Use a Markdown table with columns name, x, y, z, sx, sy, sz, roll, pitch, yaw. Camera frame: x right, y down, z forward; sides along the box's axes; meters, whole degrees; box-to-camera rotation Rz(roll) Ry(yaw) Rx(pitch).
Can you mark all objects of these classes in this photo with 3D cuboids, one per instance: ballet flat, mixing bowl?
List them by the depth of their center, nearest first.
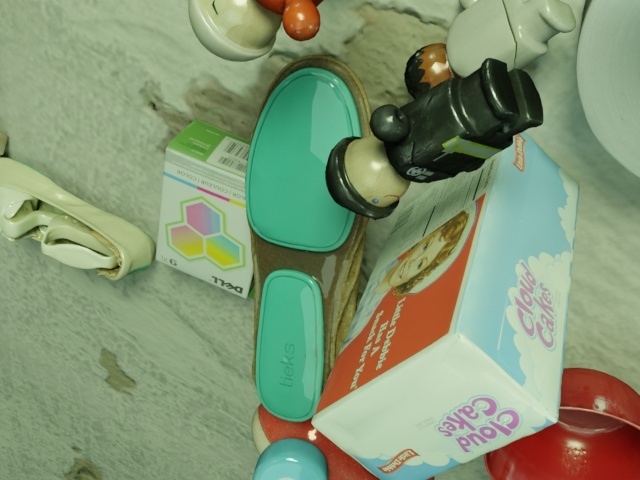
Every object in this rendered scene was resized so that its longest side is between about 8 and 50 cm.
| name | x | y | z | sx | sy | sz | roll | pitch | yaw |
| --- | --- | --- | --- | --- | --- | --- | --- | --- | --- |
| ballet flat | 0.000 | 0.000 | 0.642 | 0.116 | 0.124 | 0.342 | 10 | 114 | 20 |
| mixing bowl | 0.263 | 0.195 | 0.710 | 0.181 | 0.098 | 0.181 | 13 | 130 | 16 |
| ballet flat | -0.309 | -0.022 | 0.803 | 0.248 | 0.086 | 0.086 | 23 | 132 | 6 |

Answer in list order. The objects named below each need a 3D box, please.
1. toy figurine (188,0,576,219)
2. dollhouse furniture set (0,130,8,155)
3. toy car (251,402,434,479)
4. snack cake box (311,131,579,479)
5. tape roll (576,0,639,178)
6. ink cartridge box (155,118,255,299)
| name | x | y | z | sx | sy | sz | roll | pitch | yaw |
| --- | --- | --- | --- | --- | --- | --- | --- | --- | --- |
| toy figurine | 0.045 | -0.146 | 0.466 | 0.213 | 0.209 | 0.148 | 46 | 136 | -16 |
| dollhouse furniture set | -0.420 | -0.175 | 0.769 | 0.144 | 0.123 | 0.151 | -4 | 159 | 26 |
| toy car | 0.069 | 0.177 | 0.752 | 0.210 | 0.219 | 0.238 | 38 | 102 | -7 |
| snack cake box | 0.107 | 0.040 | 0.545 | 0.089 | 0.264 | 0.152 | 41 | 131 | -11 |
| tape roll | 0.284 | -0.133 | 0.462 | 0.219 | 0.072 | 0.219 | 13 | 130 | 15 |
| ink cartridge box | -0.107 | -0.009 | 0.736 | 0.109 | 0.062 | 0.209 | 23 | 132 | 5 |
